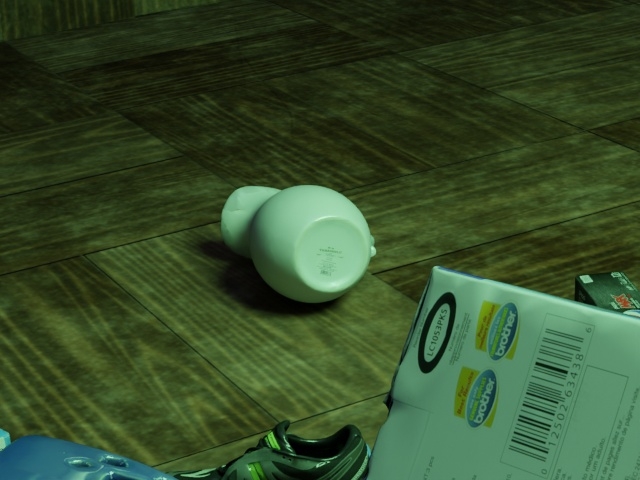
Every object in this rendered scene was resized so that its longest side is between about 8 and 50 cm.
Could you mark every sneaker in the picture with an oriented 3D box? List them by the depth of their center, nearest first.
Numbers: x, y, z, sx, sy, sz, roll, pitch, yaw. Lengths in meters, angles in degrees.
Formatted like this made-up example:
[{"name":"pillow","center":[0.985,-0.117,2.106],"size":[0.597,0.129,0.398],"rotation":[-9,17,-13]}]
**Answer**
[{"name":"sneaker","center":[-0.049,0.190,1.355],"size":[0.188,0.078,0.067],"rotation":[-8,23,-11]}]

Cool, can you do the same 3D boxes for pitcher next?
[{"name":"pitcher","center":[0.000,0.000,1.779],"size":[0.177,0.125,0.207],"rotation":[5,7,-21]}]

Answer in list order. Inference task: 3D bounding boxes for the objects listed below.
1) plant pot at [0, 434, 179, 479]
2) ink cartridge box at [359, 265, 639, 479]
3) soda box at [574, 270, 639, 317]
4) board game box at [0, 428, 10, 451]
[{"name":"plant pot","center":[-0.123,0.264,0.950],"size":[0.212,0.236,0.236],"rotation":[5,13,13]},{"name":"ink cartridge box","center":[0.166,0.178,1.046],"size":[0.151,0.270,0.395],"rotation":[23,-6,-42]},{"name":"soda box","center":[0.298,0.089,1.580],"size":[0.053,0.060,0.169],"rotation":[-5,22,-7]},{"name":"board game box","center":[-0.465,0.211,1.349],"size":[0.308,0.086,0.302],"rotation":[17,30,40]}]
